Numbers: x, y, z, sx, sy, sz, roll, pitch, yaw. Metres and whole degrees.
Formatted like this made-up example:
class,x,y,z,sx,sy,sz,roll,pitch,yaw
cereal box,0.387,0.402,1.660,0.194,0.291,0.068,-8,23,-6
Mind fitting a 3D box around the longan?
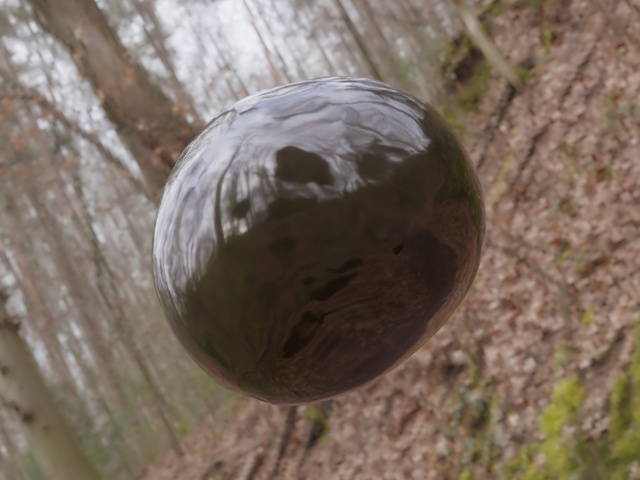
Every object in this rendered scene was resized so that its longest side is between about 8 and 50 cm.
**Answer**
class,x,y,z,sx,sy,sz,roll,pitch,yaw
longan,0.000,0.000,0.914,0.248,0.248,0.248,-28,-11,-6
